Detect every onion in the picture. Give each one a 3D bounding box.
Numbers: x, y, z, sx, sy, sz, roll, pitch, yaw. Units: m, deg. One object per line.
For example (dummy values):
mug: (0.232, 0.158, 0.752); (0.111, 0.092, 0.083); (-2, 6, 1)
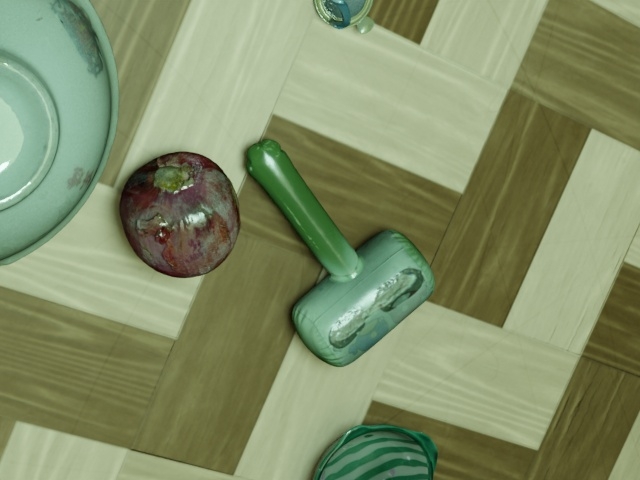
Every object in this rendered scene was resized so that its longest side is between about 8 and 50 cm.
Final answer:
onion: (-0.173, -0.018, 1.670); (0.159, 0.159, 0.195); (-30, 144, -15)

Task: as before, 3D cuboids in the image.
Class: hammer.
hammer: (0.000, 0.000, 1.778); (0.206, 0.119, 0.335); (-40, 112, -10)

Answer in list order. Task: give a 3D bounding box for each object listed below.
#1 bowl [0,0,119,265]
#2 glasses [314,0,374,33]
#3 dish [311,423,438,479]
bowl: (-0.409, -0.137, 1.482); (0.435, 0.196, 0.434); (-8, 110, -24)
glasses: (0.032, -0.362, 1.637); (0.088, 0.220, 0.189); (20, 100, 10)
dish: (0.068, 0.363, 1.932); (0.224, 0.078, 0.246); (-27, 114, -16)
